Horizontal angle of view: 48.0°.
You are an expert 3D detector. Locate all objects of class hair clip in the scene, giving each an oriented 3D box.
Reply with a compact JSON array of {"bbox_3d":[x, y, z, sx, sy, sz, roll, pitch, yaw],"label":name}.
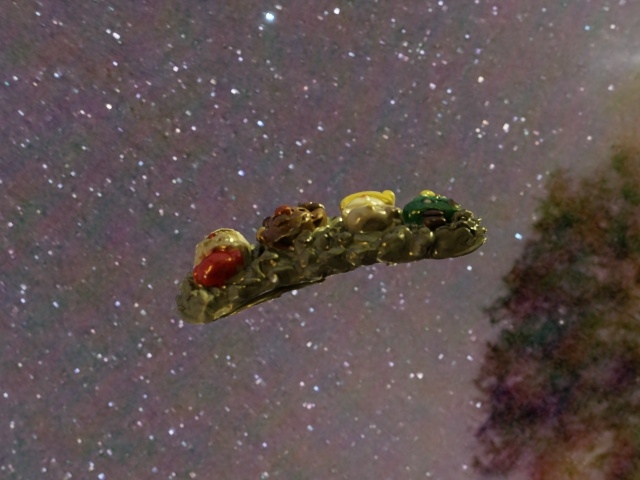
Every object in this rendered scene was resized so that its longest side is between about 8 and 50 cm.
[{"bbox_3d":[0.000,-0.002,0.737,0.321,0.138,0.091,-16,-79,0],"label":"hair clip"}]
